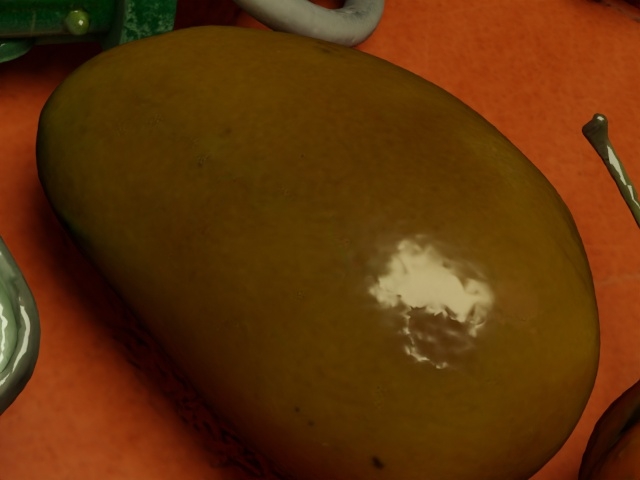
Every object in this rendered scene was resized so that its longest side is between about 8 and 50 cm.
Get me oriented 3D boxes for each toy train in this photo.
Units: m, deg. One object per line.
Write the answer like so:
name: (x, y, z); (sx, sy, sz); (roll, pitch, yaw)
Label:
toy train: (-0.156, -0.117, 0.815); (0.178, 0.071, 0.104); (-6, 46, -23)

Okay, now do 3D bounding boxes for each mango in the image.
mango: (0.007, 0.000, 0.773); (0.175, 0.139, 0.254); (-26, 65, -42)

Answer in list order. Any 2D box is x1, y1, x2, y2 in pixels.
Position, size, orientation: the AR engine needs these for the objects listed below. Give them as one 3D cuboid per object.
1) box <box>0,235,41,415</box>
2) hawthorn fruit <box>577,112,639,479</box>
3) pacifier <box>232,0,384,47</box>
box: (-0.247, -0.061, 0.639); (0.175, 0.182, 0.312); (-30, 70, -7)
hawthorn fruit: (0.167, 0.070, 0.805); (0.165, 0.165, 0.285); (7, 42, -20)
pacifier: (0.011, -0.219, 0.865); (0.227, 0.207, 0.279); (62, 24, 3)
